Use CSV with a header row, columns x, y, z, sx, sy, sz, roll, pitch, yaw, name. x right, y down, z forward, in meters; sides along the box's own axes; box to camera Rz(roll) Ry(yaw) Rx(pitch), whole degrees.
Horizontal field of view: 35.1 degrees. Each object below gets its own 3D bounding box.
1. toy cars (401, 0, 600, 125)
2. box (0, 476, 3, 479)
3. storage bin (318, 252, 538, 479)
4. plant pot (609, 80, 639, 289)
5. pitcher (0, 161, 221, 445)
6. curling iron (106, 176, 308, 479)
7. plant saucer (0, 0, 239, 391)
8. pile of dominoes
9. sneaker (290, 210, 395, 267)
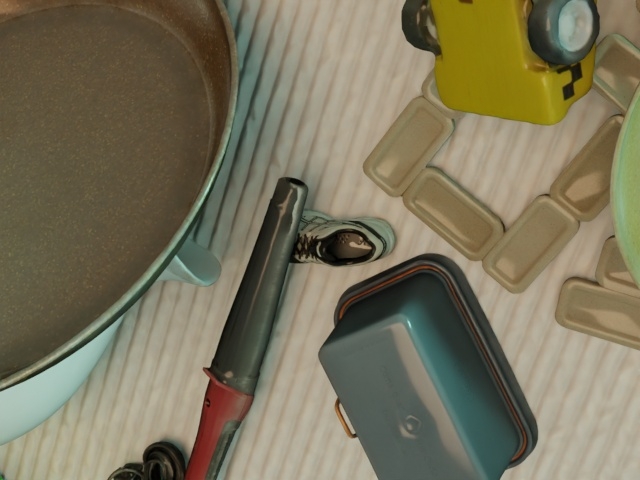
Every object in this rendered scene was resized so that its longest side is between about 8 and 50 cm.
x,y,z,sx,sy,sz,roll,pitch,yaw,name
0.031,-0.238,0.489,0.394,0.087,0.176,55,153,11,toy cars
-0.292,0.276,0.687,0.231,0.127,0.262,-38,88,18,box
0.049,0.088,0.560,0.098,0.091,0.135,-25,91,20,storage bin
0.247,-0.044,0.459,0.236,0.032,0.236,0,123,0,plant pot
-0.189,0.016,0.618,0.207,0.125,0.178,-38,66,10,pitcher
-0.067,0.084,0.610,0.068,0.035,0.274,31,115,12,curling iron
-0.182,-0.043,0.558,0.310,0.050,0.311,-9,58,14,plant saucer
0.169,-0.072,0.533,0.196,0.040,0.251,41,117,6,pile of dominoes
0.000,0.000,0.588,0.083,0.037,0.032,-4,101,20,sneaker
